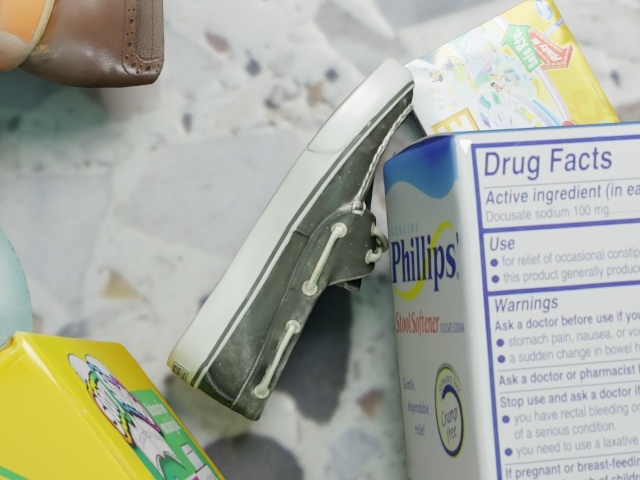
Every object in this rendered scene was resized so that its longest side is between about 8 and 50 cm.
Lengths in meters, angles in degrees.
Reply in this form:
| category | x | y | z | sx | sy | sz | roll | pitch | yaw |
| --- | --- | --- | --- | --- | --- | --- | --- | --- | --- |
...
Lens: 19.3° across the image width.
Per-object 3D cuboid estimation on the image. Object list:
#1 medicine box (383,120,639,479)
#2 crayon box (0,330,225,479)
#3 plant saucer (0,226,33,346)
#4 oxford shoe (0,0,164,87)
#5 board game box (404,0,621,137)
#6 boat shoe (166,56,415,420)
| category | x | y | z | sx | sy | sz | roll | pitch | yaw |
| --- | --- | --- | --- | --- | --- | --- | --- | --- | --- |
| medicine box | 0.186 | 0.081 | 0.998 | 0.263 | 0.149 | 0.289 | -4 | 88 | -13 |
| crayon box | -0.063 | 0.197 | 0.910 | 0.106 | 0.363 | 0.313 | -38 | 87 | -3 |
| plant saucer | -0.265 | 0.048 | 1.084 | 0.195 | 0.037 | 0.195 | 0 | 85 | -1 |
| oxford shoe | -0.131 | -0.260 | 1.088 | 0.133 | 0.130 | 0.363 | 14 | 77 | -32 |
| board game box | 0.123 | -0.054 | 1.099 | 0.103 | 0.026 | 0.154 | -29 | 86 | -2 |
| boat shoe | 0.000 | 0.000 | 1.074 | 0.070 | 0.078 | 0.219 | 33 | 94 | 3 |
